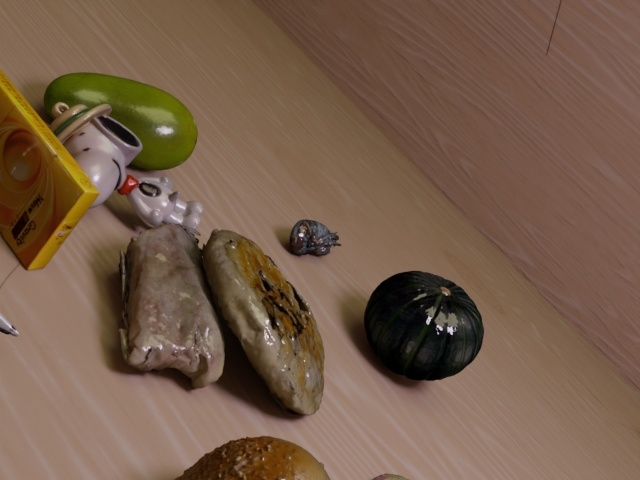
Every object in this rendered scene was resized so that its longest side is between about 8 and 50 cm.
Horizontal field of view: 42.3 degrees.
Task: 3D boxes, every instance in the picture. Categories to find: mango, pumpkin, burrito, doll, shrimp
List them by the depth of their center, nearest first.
[{"bbox_3d":[-0.228,0.076,1.238,0.175,0.107,0.348,44,18,-34],"label":"burrito"},{"bbox_3d":[-0.332,-0.109,1.401,0.271,0.144,0.208,19,51,-40],"label":"doll"},{"bbox_3d":[-0.370,-0.228,1.549,0.293,0.143,0.175,18,35,-27],"label":"mango"},{"bbox_3d":[0.206,0.176,1.665,0.249,0.216,0.250,5,39,-4],"label":"pumpkin"},{"bbox_3d":[0.000,0.000,1.835,0.090,0.079,0.233,8,-2,28],"label":"shrimp"}]

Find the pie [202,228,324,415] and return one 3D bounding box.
[{"bbox_3d":[-0.080,0.122,1.327,0.339,0.077,0.339,58,11,-18],"label":"pie"}]

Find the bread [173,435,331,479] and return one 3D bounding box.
[{"bbox_3d":[-0.073,0.318,0.883,0.171,0.192,0.314,36,21,-16],"label":"bread"}]

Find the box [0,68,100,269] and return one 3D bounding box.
[{"bbox_3d":[-0.432,-0.107,1.161,0.269,0.152,0.043,48,21,17],"label":"box"}]

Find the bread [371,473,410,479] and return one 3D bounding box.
[{"bbox_3d":[0.158,0.448,1.260,0.228,0.033,0.228,34,22,-16],"label":"bread"}]

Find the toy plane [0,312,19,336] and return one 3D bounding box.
[{"bbox_3d":[-0.453,0.045,0.945,0.234,0.082,0.160,52,7,-15],"label":"toy plane"}]
